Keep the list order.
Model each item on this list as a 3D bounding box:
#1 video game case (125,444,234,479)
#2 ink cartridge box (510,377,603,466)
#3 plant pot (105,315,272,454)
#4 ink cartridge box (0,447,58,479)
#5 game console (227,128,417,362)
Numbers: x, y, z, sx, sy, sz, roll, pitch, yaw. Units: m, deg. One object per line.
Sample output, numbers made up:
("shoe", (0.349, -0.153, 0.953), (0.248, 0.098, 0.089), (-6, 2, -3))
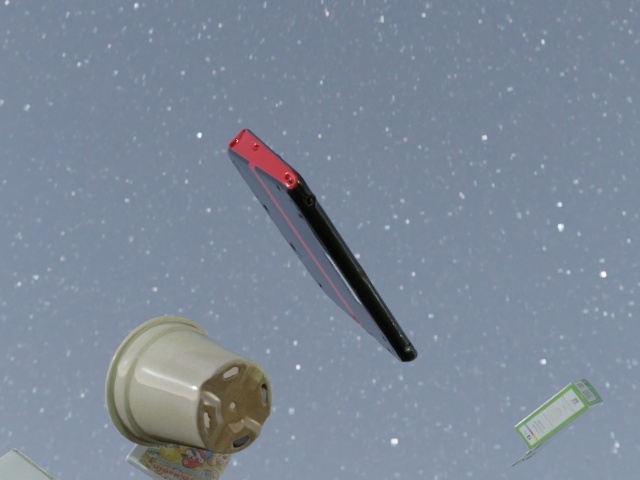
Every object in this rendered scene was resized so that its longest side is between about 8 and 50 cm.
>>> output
("video game case", (-0.354, 0.551, 2.211), (0.227, 0.206, 0.026), (32, -47, 3))
("ink cartridge box", (0.464, 0.370, 1.737), (0.209, 0.062, 0.109), (-46, -25, 21))
("plant pot", (-0.294, 0.366, 2.048), (0.305, 0.334, 0.334), (7, -29, 47))
("ink cartridge box", (-0.520, 0.510, 1.313), (0.129, 0.223, 0.307), (30, -54, 20))
("game console", (0.000, 0.000, 1.404), (0.060, 0.342, 0.386), (-39, -61, -8))
